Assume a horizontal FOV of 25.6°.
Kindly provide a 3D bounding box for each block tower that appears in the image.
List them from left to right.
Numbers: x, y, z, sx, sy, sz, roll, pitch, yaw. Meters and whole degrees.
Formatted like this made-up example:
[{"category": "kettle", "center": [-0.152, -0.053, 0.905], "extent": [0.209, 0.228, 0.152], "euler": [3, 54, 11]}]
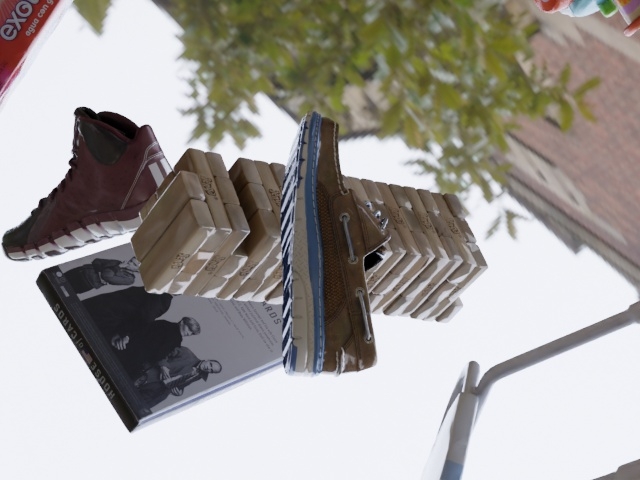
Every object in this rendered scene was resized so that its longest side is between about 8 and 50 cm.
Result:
[{"category": "block tower", "center": [0.000, 0.000, 1.247], "extent": [0.097, 0.335, 0.091], "euler": [-48, -131, 34]}]

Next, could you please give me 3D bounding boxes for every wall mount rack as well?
[{"category": "wall mount rack", "center": [0.151, 0.191, 1.075], "extent": [0.130, 0.304, 0.350], "euler": [20, -147, 1]}]

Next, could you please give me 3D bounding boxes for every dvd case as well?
[{"category": "dvd case", "center": [-0.137, 0.073, 1.388], "extent": [0.179, 0.238, 0.029], "euler": [55, -46, 16]}]

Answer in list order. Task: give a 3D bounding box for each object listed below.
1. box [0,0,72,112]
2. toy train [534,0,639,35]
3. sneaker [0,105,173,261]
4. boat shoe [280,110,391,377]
[{"category": "box", "center": [-0.318, -0.233, 1.371], "extent": [0.257, 0.122, 0.128], "euler": [-60, -171, -12]}, {"category": "toy train", "center": [0.174, -0.136, 0.610], "extent": [0.166, 0.125, 0.046], "euler": [-35, -102, 21]}, {"category": "sneaker", "center": [-0.295, -0.078, 1.727], "extent": [0.281, 0.163, 0.106], "euler": [-15, -170, 27]}, {"category": "boat shoe", "center": [0.010, 0.003, 0.924], "extent": [0.066, 0.066, 0.183], "euler": [5, -110, -10]}]
